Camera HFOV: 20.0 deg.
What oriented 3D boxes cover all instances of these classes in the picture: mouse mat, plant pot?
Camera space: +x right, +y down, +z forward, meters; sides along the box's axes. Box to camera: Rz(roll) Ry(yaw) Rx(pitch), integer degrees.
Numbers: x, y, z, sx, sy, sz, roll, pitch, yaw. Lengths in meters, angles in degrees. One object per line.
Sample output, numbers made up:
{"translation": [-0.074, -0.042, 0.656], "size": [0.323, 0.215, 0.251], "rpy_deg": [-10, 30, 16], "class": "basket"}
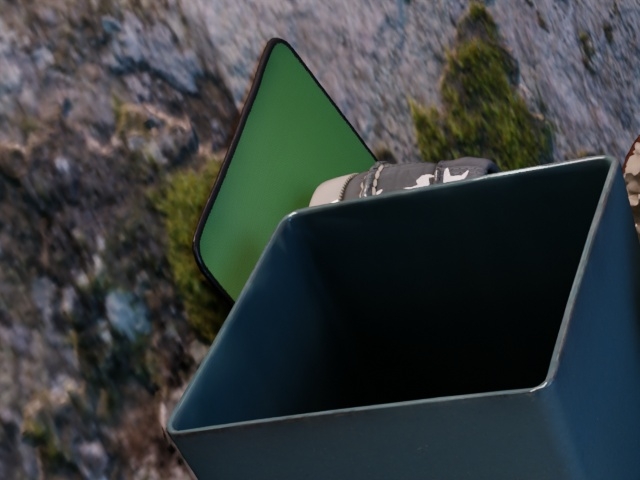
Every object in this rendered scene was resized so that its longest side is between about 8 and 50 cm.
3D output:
{"translation": [0.000, 0.000, 0.918], "size": [0.152, 0.007, 0.190], "rpy_deg": [51, 34, -26], "class": "mouse mat"}
{"translation": [0.075, 0.114, 0.804], "size": [0.234, 0.165, 0.165], "rpy_deg": [66, 29, -27], "class": "plant pot"}

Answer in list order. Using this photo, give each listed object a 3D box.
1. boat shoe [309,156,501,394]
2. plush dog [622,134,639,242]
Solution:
{"translation": [0.113, 0.083, 0.944], "size": [0.319, 0.099, 0.116], "rpy_deg": [54, 31, -28], "class": "boat shoe"}
{"translation": [0.244, 0.062, 0.876], "size": [0.262, 0.210, 0.225], "rpy_deg": [-90, -171, -77], "class": "plush dog"}
